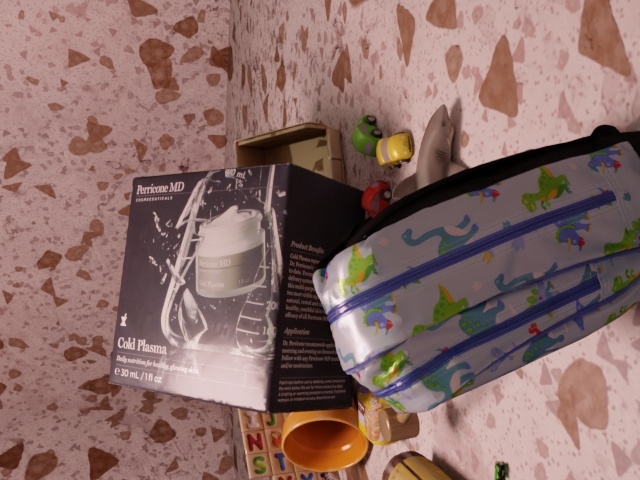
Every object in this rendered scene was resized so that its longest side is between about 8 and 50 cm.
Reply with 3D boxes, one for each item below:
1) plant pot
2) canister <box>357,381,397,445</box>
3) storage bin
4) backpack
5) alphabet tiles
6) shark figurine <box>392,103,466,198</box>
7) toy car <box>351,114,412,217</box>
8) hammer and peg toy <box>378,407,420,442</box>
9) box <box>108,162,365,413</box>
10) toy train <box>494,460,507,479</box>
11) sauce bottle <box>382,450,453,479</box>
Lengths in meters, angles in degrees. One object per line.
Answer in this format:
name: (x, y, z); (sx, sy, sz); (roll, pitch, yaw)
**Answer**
plant pot: (0.010, 0.429, 1.629); (0.188, 0.205, 0.205); (-91, 8, -54)
canister: (0.123, 0.333, 1.414); (0.126, 0.073, 0.170); (-156, 61, -71)
storage bin: (-0.072, -0.138, 1.661); (0.260, 0.123, 0.262); (-8, 85, 37)
backpack: (0.171, 0.033, 0.715); (0.290, 0.355, 0.273); (147, 117, -70)
alphabet tiles: (-0.063, 0.471, 1.686); (0.011, 0.285, 0.343); (120, 143, -48)
shark figurine: (0.180, -0.061, 1.076); (0.166, 0.116, 0.278); (114, 149, -59)
toy car: (0.107, -0.175, 1.376); (0.239, 0.053, 0.225); (105, 154, -46)
hammer and peg toy: (0.159, 0.152, 1.166); (0.266, 0.127, 0.361); (124, 138, -61)
box: (-0.179, 0.105, 1.452); (0.479, 0.297, 0.472); (-1, 79, 36)
toy train: (0.276, 0.379, 1.026); (0.024, 0.017, 0.083); (-120, 29, -76)
sauce bottle: (0.211, 0.463, 1.092); (0.344, 0.111, 0.111); (-158, 65, -73)
